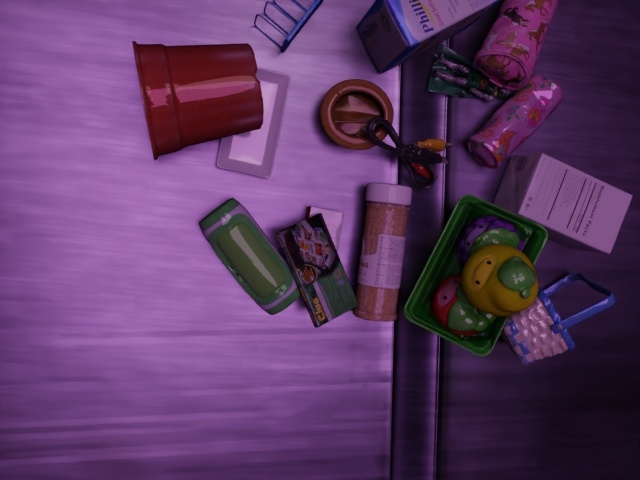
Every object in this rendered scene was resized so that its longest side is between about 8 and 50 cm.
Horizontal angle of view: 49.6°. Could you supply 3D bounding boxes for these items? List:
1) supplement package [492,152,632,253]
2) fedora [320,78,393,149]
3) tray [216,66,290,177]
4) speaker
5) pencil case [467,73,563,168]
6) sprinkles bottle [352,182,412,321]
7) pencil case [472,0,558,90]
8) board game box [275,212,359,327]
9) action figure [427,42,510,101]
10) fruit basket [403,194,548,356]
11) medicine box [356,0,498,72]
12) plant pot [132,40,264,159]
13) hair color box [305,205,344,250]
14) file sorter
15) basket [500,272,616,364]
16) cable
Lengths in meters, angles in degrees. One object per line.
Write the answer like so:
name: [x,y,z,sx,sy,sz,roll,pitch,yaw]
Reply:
supplement package: [0.649,-0.100,1.881,0.292,0.177,0.176,22,89,-13]
fedora: [0.089,-0.324,1.795,0.194,0.079,0.195,-1,94,-11]
tray: [-0.172,-0.304,1.766,0.145,0.030,0.271,11,91,-13]
speaker: [-0.174,0.042,1.741,0.131,0.131,0.297,-38,101,-7]
pencil case: [0.526,-0.326,1.874,0.284,0.124,0.124,-46,101,-7]
sprinkles bottle: [0.162,0.029,1.814,0.121,0.121,0.356,6,93,-12]
pencil case: [0.530,-0.589,1.798,0.160,0.167,0.386,35,74,-43]
board game box: [-0.007,0.074,1.746,0.136,0.030,0.260,-24,95,-32]
action figure: [0.412,-0.434,1.870,0.232,0.063,0.137,16,87,-16]
fruit basket: [0.400,0.088,1.723,0.282,0.392,0.392,26,88,18]
medicine box: [0.267,-0.571,1.718,0.289,0.263,0.149,-30,95,-9]
plant pot: [-0.280,-0.342,1.614,0.264,0.272,0.273,-11,96,-11]
hair color box: [0.000,0.000,1.812,0.093,0.053,0.168,10,90,-12]
file sorter: [-0.074,-0.580,1.724,0.104,0.118,0.170,38,86,-9]
basket: [0.617,0.190,1.857,0.288,0.255,0.201,-27,98,2]
cable: [0.220,-0.228,1.812,0.287,0.072,0.140,16,102,-26]
